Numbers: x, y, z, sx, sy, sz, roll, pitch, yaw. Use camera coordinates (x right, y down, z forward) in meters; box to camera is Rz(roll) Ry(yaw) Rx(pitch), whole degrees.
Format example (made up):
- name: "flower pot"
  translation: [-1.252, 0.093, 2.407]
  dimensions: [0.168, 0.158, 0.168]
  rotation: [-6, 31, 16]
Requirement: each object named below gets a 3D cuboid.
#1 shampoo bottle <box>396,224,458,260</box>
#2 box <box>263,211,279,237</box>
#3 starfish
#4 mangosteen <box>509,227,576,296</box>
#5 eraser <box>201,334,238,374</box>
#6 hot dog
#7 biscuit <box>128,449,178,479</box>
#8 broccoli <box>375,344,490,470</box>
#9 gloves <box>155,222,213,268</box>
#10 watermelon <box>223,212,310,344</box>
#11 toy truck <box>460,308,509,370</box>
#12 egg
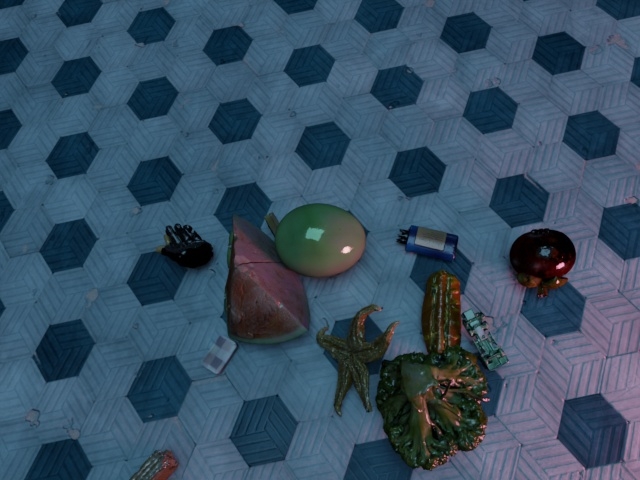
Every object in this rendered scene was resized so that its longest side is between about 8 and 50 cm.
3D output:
- name: "shampoo bottle"
  translation: [0.326, 0.004, 1.654]
  dimensions: [0.183, 0.050, 0.087]
  rotation: [13, 72, 10]
- name: "box"
  translation: [-0.142, -0.039, 1.695]
  dimensions: [0.035, 0.079, 0.083]
  rotation: [-29, 68, -6]
- name: "starfish"
  translation: [0.103, 0.330, 1.480]
  dimensions: [0.299, 0.060, 0.302]
  rotation: [-12, 69, 42]
- name: "mangosteen"
  translation: [0.641, 0.064, 1.552]
  dimensions: [0.200, 0.200, 0.199]
  rotation: [-2, 68, 4]
- name: "eraser"
  translation: [-0.295, 0.336, 1.582]
  dimensions: [0.065, 0.026, 0.105]
  rotation: [27, 73, 17]
- name: "hot dog"
  translation: [0.350, 0.212, 1.558]
  dimensions: [0.115, 0.072, 0.268]
  rotation: [-2, 68, 12]
- name: "biscuit"
  translation: [-0.480, 0.660, 1.420]
  dimensions: [0.062, 0.108, 0.239]
  rotation: [37, 75, 15]
- name: "broccoli"
  translation: [0.285, 0.405, 1.373]
  dimensions: [0.304, 0.283, 0.321]
  rotation: [-23, 49, 7]
- name: "gloves"
  translation: [-0.435, 0.022, 1.699]
  dimensions: [0.181, 0.106, 0.129]
  rotation: [25, 68, 44]
- name: "watermelon"
  translation: [-0.209, 0.141, 1.577]
  dimensions: [0.222, 0.319, 0.292]
  rotation: [-41, 26, 18]
- name: "toy truck"
  translation: [0.450, 0.278, 1.510]
  dimensions: [0.067, 0.081, 0.175]
  rotation: [-25, 73, -6]
- name: "egg"
  translation: [0.000, 0.000, 1.590]
  dimensions: [0.270, 0.220, 0.220]
  rotation: [3, 68, -4]
